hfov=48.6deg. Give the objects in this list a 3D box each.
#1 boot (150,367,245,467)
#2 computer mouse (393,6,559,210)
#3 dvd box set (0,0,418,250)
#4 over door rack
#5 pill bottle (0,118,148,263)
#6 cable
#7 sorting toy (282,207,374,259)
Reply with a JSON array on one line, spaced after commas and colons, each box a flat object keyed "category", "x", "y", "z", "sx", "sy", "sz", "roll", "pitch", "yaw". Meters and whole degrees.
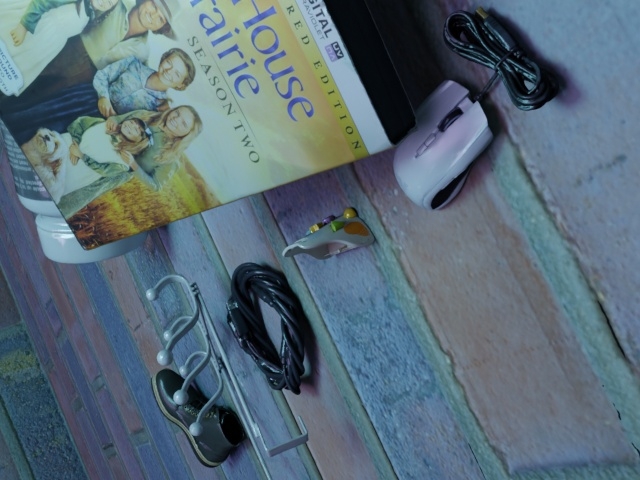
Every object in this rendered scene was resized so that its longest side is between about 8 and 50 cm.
[{"category": "boot", "x": -0.206, "y": 0.288, "z": 1.230, "sx": 0.198, "sy": 0.077, "sz": 0.137, "roll": 49, "pitch": 140, "yaw": 6}, {"category": "computer mouse", "x": 0.104, "y": -0.088, "z": 0.577, "sx": 0.106, "sy": 0.042, "sz": 0.193, "roll": 54, "pitch": 144, "yaw": 21}, {"category": "dvd box set", "x": -0.156, "y": -0.168, "z": 0.642, "sx": 0.421, "sy": 0.062, "sz": 0.307, "roll": -14, "pitch": 111, "yaw": 37}, {"category": "over door rack", "x": -0.138, "y": 0.230, "z": 1.004, "sx": 0.324, "sy": 0.108, "sz": 0.239, "roll": 46, "pitch": 157, "yaw": 32}, {"category": "pill bottle", "x": -0.383, "y": -0.160, "z": 1.104, "sx": 0.204, "sy": 0.204, "sz": 0.360, "roll": 25, "pitch": 126, "yaw": 48}, {"category": "cable", "x": -0.064, "y": 0.119, "z": 0.948, "sx": 0.184, "sy": 0.047, "sz": 0.150, "roll": 61, "pitch": 142, "yaw": 18}, {"category": "sorting toy", "x": 0.000, "y": 0.000, "z": 0.749, "sx": 0.083, "sy": 0.075, "sz": 0.044, "roll": -21, "pitch": 90, "yaw": 57}]
